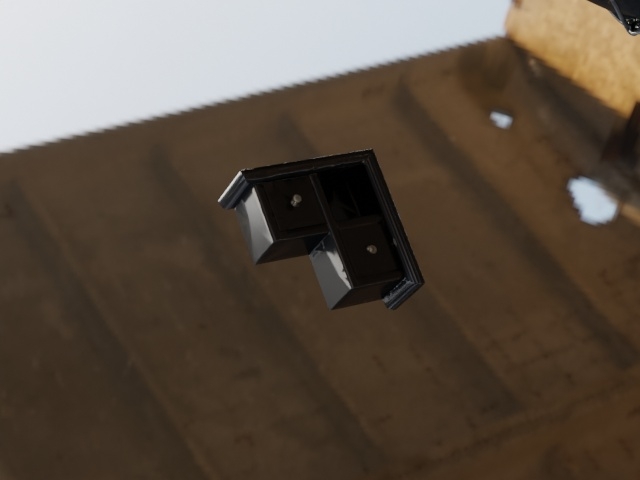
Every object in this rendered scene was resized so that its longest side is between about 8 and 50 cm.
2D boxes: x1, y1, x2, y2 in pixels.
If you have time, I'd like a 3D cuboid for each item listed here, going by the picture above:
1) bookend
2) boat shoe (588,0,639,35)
[{"bbox_3d":[0.000,0.000,1.561,0.157,0.072,0.156,-10,-110,-28],"label":"bookend"},{"bbox_3d":[0.455,-0.347,2.108,0.500,0.156,0.187,-1,-164,-4],"label":"boat shoe"}]
